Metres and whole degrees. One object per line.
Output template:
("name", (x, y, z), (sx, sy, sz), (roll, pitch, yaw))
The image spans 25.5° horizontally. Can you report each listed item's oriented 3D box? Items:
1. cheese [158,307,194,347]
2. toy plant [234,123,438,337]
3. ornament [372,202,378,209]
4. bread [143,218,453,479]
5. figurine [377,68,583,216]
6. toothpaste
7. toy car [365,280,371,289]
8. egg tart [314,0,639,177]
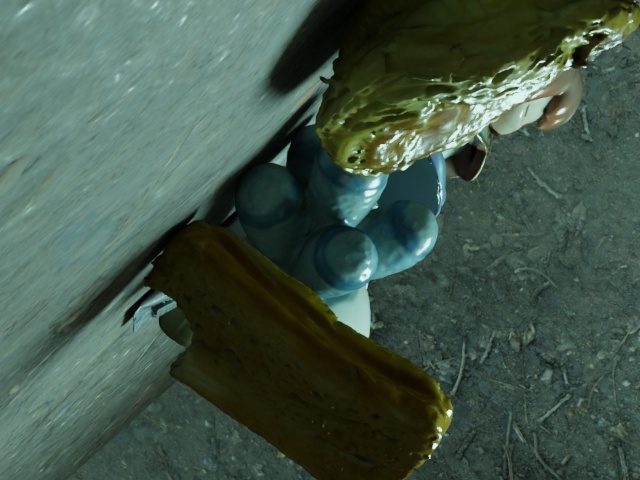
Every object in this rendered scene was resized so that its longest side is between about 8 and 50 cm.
("cheese", (-0.144, 0.067, 2.053), (0.202, 0.091, 0.175), (-47, 179, 23))
("toy plant", (0.000, 0.000, 1.687), (0.247, 0.247, 0.332), (-42, 164, -49))
("ornament", (0.026, -0.069, 2.369), (0.285, 0.130, 0.120), (-34, 155, -32))
("bread", (-0.041, 0.142, 1.583), (0.185, 0.380, 0.109), (-53, -179, 31))
("figurine", (0.213, -0.213, 2.011), (0.388, 0.248, 0.276), (-33, 175, -27))
("toothpaste", (-0.131, 0.021, 1.880), (0.299, 0.073, 0.114), (-37, 174, -15))
("toy car", (-0.005, 0.006, 2.105), (0.193, 0.118, 0.301), (124, -24, -50))
("egg tart", (0.131, -0.178, 1.360), (0.352, 0.153, 0.339), (-22, 173, -17))
